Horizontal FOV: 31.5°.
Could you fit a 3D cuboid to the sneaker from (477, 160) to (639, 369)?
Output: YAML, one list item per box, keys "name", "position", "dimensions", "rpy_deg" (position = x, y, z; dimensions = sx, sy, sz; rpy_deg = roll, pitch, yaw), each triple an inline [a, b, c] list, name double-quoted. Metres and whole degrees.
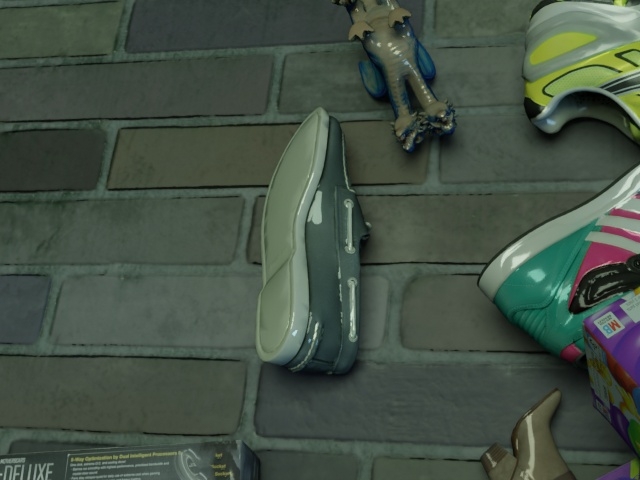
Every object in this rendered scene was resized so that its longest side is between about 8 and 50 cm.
- name: "sneaker"
  position: [0.322, 0.028, 1.098]
  dimensions: [0.296, 0.123, 0.178]
  rpy_deg: [-31, 66, -10]

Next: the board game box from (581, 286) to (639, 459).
- name: "board game box"
  position: [0.347, 0.157, 0.884]
  dimensions: [0.144, 0.142, 0.275]
  rpy_deg: [-30, 49, -6]

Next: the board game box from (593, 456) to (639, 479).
- name: "board game box"
  position: [0.271, 0.282, 0.916]
  dimensions: [0.347, 0.056, 0.208]
  rpy_deg: [-20, 46, -25]

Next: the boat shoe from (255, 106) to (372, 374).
- name: "boat shoe"
  position: [0.000, 0.000, 1.226]
  dimensions: [0.099, 0.116, 0.319]
  rpy_deg: [22, 53, -23]

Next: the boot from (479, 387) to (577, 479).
- name: "boot"
  position: [0.214, 0.209, 1.080]
  dimensions: [0.118, 0.042, 0.087]
  rpy_deg: [-43, 68, -8]

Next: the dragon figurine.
- name: "dragon figurine"
  position: [0.080, -0.221, 1.308]
  dimensions: [0.085, 0.144, 0.289]
  rpy_deg: [-22, 41, 4]

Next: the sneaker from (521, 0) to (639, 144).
- name: "sneaker"
  position: [0.397, -0.157, 1.181]
  dimensions: [0.385, 0.145, 0.147]
  rpy_deg: [10, 77, 28]

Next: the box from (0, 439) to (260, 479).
- name: "box"
  position: [-0.217, 0.327, 1.101]
  dimensions: [0.308, 0.076, 0.242]
  rpy_deg: [-6, 62, 11]
